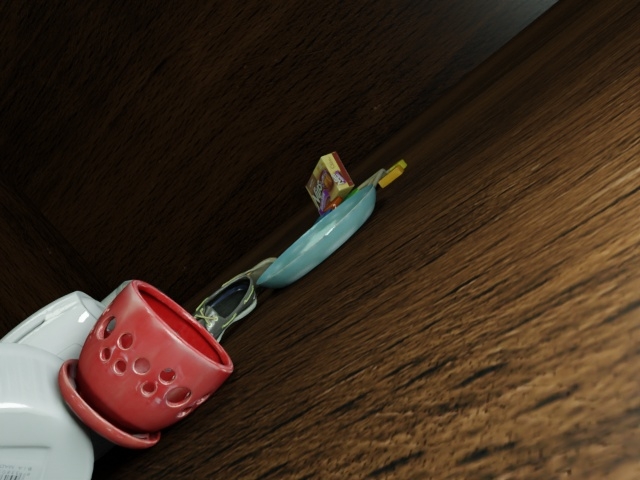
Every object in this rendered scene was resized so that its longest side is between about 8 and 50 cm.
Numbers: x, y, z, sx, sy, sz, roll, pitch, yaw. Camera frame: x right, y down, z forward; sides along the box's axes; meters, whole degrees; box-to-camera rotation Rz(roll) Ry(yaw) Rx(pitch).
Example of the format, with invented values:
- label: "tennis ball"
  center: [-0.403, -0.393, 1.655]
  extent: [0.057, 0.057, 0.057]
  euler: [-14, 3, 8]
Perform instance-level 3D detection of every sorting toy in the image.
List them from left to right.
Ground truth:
- label: "sorting toy"
  center: [0.092, -0.117, 1.621]
  extent: [0.307, 0.041, 0.229]
  euler: [-37, 7, 30]

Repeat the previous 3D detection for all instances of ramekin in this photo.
- label: "ramekin"
  center: [-0.445, 0.291, 0.878]
  extent: [0.277, 0.277, 0.135]
  euler: [-42, 35, -10]

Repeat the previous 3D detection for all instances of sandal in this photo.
- label: "sandal"
  center: [-0.161, 0.106, 1.513]
  extent: [0.180, 0.072, 0.049]
  euler: [-35, 28, 13]

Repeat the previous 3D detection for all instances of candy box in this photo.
- label: "candy box"
  center: [0.023, -0.152, 1.789]
  extent: [0.053, 0.109, 0.186]
  euler: [-22, -13, -23]

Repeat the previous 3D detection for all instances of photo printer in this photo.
- label: "photo printer"
  center: [-0.403, 0.229, 1.065]
  extent: [0.256, 0.107, 0.307]
  euler: [-42, -37, -5]

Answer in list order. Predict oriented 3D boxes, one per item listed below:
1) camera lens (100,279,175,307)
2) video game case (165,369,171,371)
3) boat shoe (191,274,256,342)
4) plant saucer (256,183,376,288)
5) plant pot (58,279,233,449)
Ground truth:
- label: "camera lens"
  center: [-0.419, 0.235, 1.373]
  extent: [0.274, 0.219, 0.219]
  euler: [-40, 6, 1]
- label: "video game case"
  center: [-0.293, 0.216, 1.034]
  extent: [0.019, 0.143, 0.157]
  euler: [22, 28, 37]
- label: "boat shoe"
  center: [-0.217, 0.153, 1.302]
  extent: [0.228, 0.081, 0.068]
  euler: [-43, -28, -36]
- label: "plant saucer"
  center: [0.000, 0.000, 1.339]
  extent: [0.317, 0.043, 0.317]
  euler: [-40, 5, 4]
- label: "plant pot"
  center: [-0.243, 0.179, 0.895]
  extent: [0.174, 0.191, 0.191]
  euler: [-50, 7, -3]
